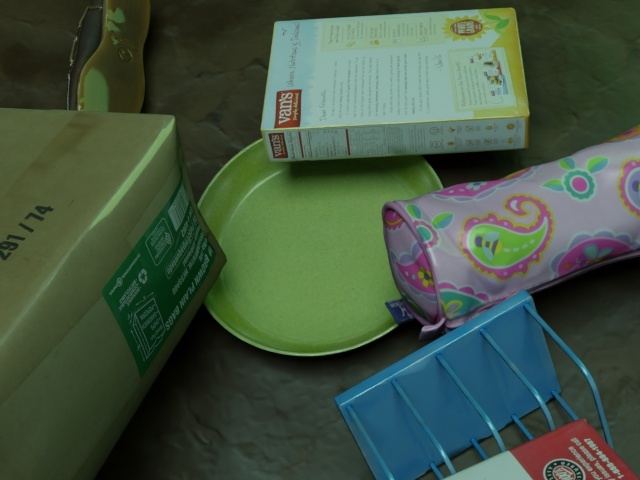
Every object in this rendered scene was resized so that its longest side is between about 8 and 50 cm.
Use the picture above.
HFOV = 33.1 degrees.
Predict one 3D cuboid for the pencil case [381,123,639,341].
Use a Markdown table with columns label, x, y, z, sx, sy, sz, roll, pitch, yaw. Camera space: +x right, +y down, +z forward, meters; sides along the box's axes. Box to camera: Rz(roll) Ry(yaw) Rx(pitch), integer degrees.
| label | x | y | z | sx | sy | sz | roll | pitch | yaw |
| --- | --- | --- | --- | --- | --- | --- | --- | --- | --- |
| pencil case | 0.190 | -0.012 | 0.883 | 0.284 | 0.124 | 0.124 | -19 | 59 | -12 |

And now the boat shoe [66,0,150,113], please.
| label | x | y | z | sx | sy | sz | roll | pitch | yaw |
| --- | --- | --- | --- | --- | --- | --- | --- | --- | --- |
| boat shoe | -0.222 | -0.176 | 1.110 | 0.073 | 0.073 | 0.207 | -25 | 47 | 42 |

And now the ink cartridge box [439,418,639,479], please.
| label | x | y | z | sx | sy | sz | roll | pitch | yaw |
| --- | --- | --- | --- | --- | --- | --- | --- | --- | --- |
| ink cartridge box | 0.103 | 0.257 | 0.683 | 0.272 | 0.114 | 0.197 | -20 | 31 | -10 |

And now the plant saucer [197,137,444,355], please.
| label | x | y | z | sx | sy | sz | roll | pitch | yaw |
| --- | --- | --- | --- | --- | --- | --- | --- | --- | --- |
| plant saucer | 0.000 | 0.000 | 0.983 | 0.240 | 0.037 | 0.241 | -5 | 61 | 9 |

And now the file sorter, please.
| label | x | y | z | sx | sy | sz | roll | pitch | yaw |
| --- | --- | --- | --- | --- | --- | --- | --- | --- | --- |
| file sorter | 0.121 | 0.145 | 0.816 | 0.170 | 0.118 | 0.104 | -29 | 38 | -6 |

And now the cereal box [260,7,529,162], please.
| label | x | y | z | sx | sy | sz | roll | pitch | yaw |
| --- | --- | --- | --- | --- | --- | --- | --- | --- | --- |
| cereal box | 0.069 | -0.149 | 1.013 | 0.240 | 0.047 | 0.173 | -2 | 45 | 7 |

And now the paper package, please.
| label | x | y | z | sx | sy | sz | roll | pitch | yaw |
| --- | --- | --- | --- | --- | --- | --- | --- | --- | --- |
| paper package | -0.282 | 0.052 | 0.864 | 0.309 | 0.168 | 0.325 | 6 | 43 | 23 |
